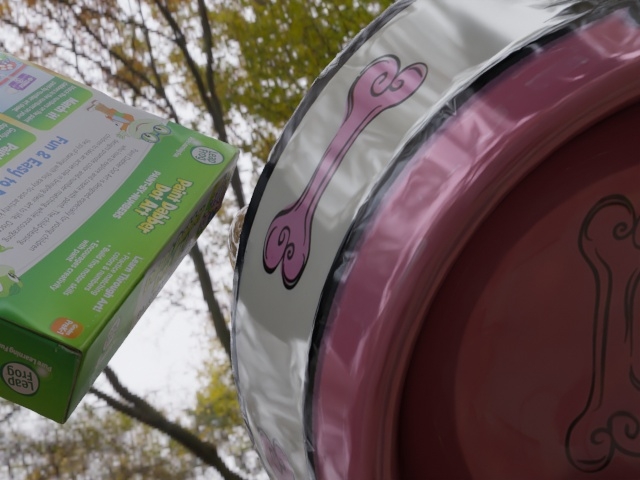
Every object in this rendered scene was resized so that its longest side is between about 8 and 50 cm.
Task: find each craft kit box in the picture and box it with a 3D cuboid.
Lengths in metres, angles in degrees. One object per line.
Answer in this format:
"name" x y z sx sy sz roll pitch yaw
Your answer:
"craft kit box" -0.199 -0.034 0.548 0.247 0.250 0.061 21 -59 3

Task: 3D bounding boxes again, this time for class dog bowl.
"dog bowl" 0.164 0.057 0.474 0.408 0.150 0.407 -3 -73 -11

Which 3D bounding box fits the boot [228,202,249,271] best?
"boot" 0.000 0.000 0.673 0.112 0.305 0.115 -40 -62 -12
